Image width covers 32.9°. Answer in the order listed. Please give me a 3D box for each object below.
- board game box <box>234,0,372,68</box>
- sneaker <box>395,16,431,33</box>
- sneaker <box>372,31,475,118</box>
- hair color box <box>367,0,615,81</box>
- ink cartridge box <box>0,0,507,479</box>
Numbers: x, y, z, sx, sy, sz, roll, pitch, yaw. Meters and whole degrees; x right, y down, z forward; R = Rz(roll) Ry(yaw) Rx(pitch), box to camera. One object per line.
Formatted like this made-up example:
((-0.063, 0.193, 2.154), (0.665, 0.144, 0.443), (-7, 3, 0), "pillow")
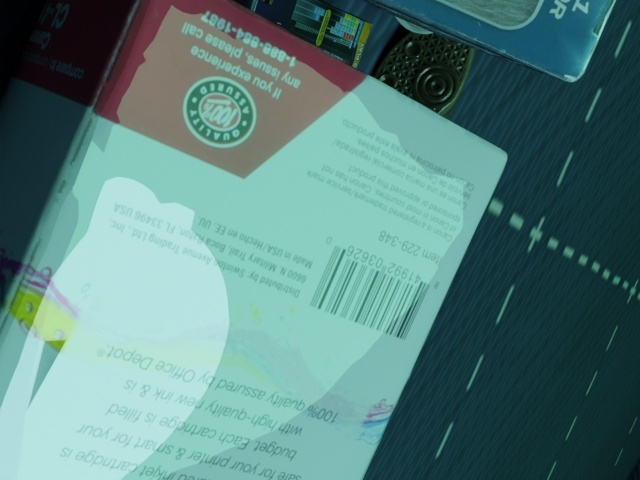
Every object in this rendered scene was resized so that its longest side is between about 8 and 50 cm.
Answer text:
((-0.043, -0.075, 0.680), (0.141, 0.048, 0.170), (0, 112, -62), "board game box")
((0.121, -0.282, 0.741), (0.169, 0.108, 0.292), (-36, 142, -50), "sneaker")
((0.062, -0.089, 0.864), (0.188, 0.066, 0.071), (-60, 170, 1), "sneaker")
((0.080, -0.186, 0.525), (0.347, 0.105, 0.173), (-89, -158, -77), "hair color box")
((-0.075, 0.043, 0.546), (0.226, 0.131, 0.306), (24, 93, -36), "ink cartridge box")
